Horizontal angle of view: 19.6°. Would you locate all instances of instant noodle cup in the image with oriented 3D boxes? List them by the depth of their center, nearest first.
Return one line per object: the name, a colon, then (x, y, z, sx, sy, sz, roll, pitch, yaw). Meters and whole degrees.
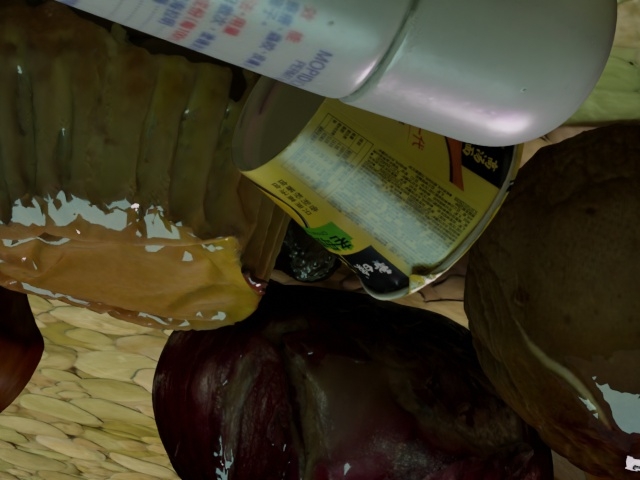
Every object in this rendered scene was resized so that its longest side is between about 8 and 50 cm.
instant noodle cup: (0.027, -0.057, 1.073, 0.122, 0.151, 0.151, 32, 152, -21)

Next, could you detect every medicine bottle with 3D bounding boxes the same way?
medicine bottle: (-0.016, -0.143, 0.886, 0.340, 0.130, 0.130, 19, 157, -17)

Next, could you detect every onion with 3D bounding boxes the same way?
onion: (0.021, 0.161, 1.353, 0.313, 0.232, 0.314, 17, 169, 4)

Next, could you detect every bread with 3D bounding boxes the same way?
bread: (-0.143, -0.040, 1.179, 0.274, 0.149, 0.274, 7, 154, 3)

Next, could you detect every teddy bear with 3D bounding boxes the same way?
teddy bear: (0.000, -0.009, 1.295, 0.119, 0.078, 0.160, -6, 180, -16)

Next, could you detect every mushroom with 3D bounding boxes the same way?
mushroom: (0.206, 0.052, 1.235, 0.233, 0.208, 0.302, 50, 172, 9)

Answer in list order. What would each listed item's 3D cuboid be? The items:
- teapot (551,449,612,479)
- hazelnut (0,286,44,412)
teapot: (0.212, 0.107, 1.425, 0.178, 0.135, 0.252, 31, 154, 39)
hazelnut: (-0.340, 0.067, 1.450, 0.229, 0.230, 0.229, 9, 158, 4)
